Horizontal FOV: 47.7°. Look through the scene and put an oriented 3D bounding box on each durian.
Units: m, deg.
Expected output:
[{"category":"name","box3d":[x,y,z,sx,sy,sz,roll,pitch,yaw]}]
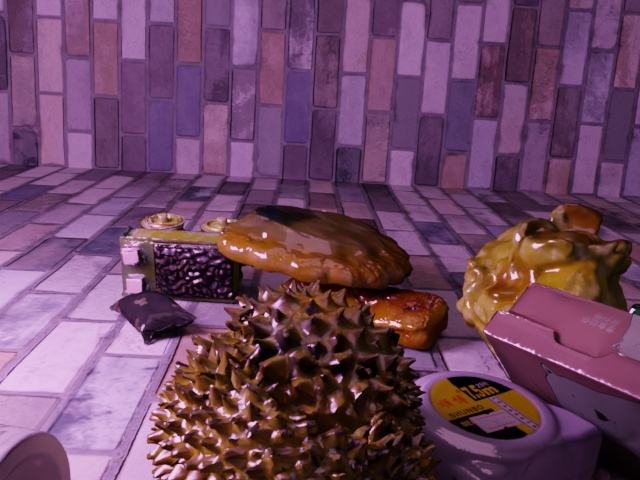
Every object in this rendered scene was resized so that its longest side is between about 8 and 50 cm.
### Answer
[{"category":"durian","box3d":[-0.022,0.167,0.614,0.258,0.258,0.293,1,24,-11]}]

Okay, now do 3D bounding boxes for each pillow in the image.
[{"category":"pillow","box3d":[-0.268,0.113,1.150,0.090,0.048,0.150,-3,17,-34]}]

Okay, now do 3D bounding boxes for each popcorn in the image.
[{"category":"popcorn","box3d":[0.335,0.078,1.055,0.224,0.270,0.258,26,-25,-15]}]

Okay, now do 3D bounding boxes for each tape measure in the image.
[{"category":"tape measure","box3d":[0.166,0.213,0.747,0.196,0.105,0.178,-6,24,-30]}]

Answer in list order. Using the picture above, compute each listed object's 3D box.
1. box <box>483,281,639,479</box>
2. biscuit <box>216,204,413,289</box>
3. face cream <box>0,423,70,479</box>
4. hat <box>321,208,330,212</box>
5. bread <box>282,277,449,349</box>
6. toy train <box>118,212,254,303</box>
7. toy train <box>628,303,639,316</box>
[{"category":"box","box3d":[0.308,0.161,0.754,0.086,0.215,0.215,-47,35,-16]},{"category":"biscuit","box3d":[0.000,0.000,1.273,0.329,0.078,0.335,13,15,2]},{"category":"face cream","box3d":[-0.400,0.198,0.570,0.369,0.145,0.145,4,13,10]},{"category":"hat","box3d":[0.019,0.006,1.501,0.081,0.122,0.166,-19,51,4]},{"category":"bread","box3d":[0.069,0.109,1.194,0.270,0.077,0.139,13,19,26]},{"category":"toy train","box3d":[-0.242,0.033,1.330,0.260,0.134,0.177,3,22,1]},{"category":"toy train","box3d":[0.471,0.112,0.892,0.145,0.202,0.266,27,8,42]}]
